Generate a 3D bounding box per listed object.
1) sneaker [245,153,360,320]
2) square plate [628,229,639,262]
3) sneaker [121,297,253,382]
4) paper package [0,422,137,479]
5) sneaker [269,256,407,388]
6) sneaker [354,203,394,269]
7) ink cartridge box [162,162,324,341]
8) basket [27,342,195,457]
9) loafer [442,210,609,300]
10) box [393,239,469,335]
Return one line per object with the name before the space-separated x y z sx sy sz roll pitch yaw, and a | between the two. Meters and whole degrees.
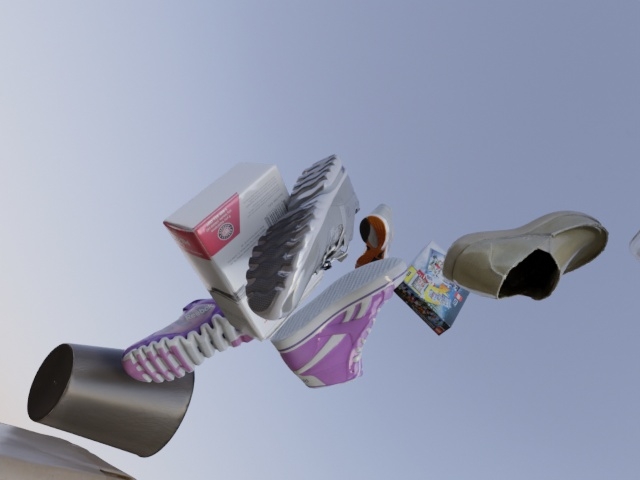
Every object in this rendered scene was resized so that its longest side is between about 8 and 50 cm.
sneaker | 0.000 0.000 0.604 0.105 0.281 0.115 -18 -57 41
square plate | 0.592 0.028 0.557 0.343 0.049 0.347 90 -22 -50
sneaker | -0.227 0.159 0.788 0.104 0.237 0.095 50 -25 44
paper package | -0.350 0.337 0.391 0.168 0.324 0.310 35 -32 -31
sneaker | 0.063 0.157 0.829 0.161 0.282 0.102 57 -6 -14
sneaker | 0.168 0.015 1.273 0.099 0.121 0.262 21 -47 20
ink cartridge box | -0.101 0.016 0.667 0.092 0.158 0.217 13 -42 43
basket | -0.377 0.278 0.809 0.154 0.204 0.227 21 -10 45
loafer | 0.295 0.030 0.610 0.092 0.269 0.101 -125 -150 -49
box | 0.285 0.109 1.115 0.159 0.233 0.044 46 -51 7
